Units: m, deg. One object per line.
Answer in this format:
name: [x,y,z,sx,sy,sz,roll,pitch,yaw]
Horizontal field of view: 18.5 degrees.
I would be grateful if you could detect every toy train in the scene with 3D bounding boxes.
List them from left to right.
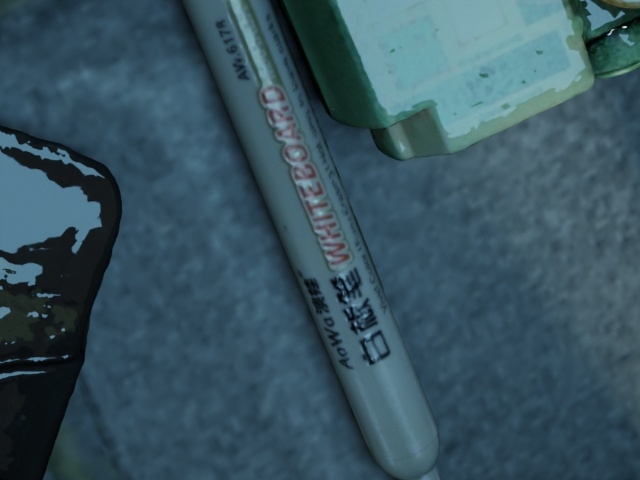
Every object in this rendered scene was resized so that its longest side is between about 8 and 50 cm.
toy train: [0.032,-0.124,0.557,0.125,0.081,0.194,-27,107,-9]

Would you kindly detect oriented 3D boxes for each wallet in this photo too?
wallet: [-0.111,0.042,0.557,0.082,0.018,0.156,19,92,-21]

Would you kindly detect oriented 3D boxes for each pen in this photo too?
pen: [0.000,0.000,0.594,0.026,0.026,0.218,-28,110,-17]
